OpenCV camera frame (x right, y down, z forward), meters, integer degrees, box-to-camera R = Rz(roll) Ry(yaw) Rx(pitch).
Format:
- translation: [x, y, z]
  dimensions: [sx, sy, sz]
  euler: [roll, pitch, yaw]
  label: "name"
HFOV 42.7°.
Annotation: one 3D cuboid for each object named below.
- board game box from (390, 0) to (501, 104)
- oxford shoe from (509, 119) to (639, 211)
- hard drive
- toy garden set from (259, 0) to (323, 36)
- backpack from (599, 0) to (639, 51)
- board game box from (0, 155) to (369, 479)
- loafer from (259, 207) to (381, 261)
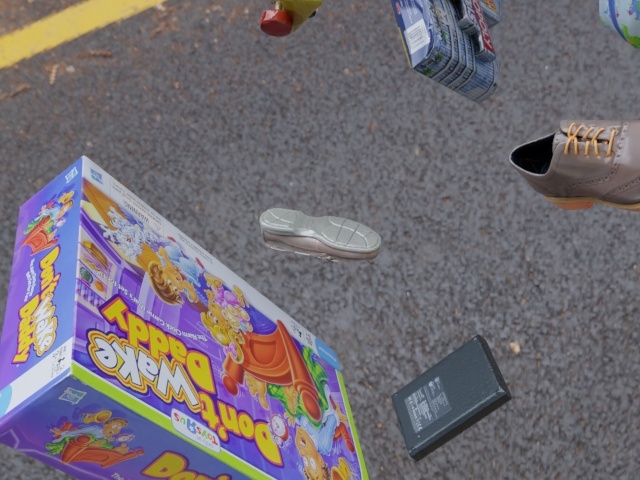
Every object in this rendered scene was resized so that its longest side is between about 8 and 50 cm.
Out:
- translation: [0.160, -0.269, 0.973]
  dimensions: [0.060, 0.194, 0.194]
  euler: [-29, 64, 35]
  label: "board game box"
- translation: [0.422, -0.121, 1.223]
  dimensions: [0.133, 0.364, 0.130]
  euler: [25, 74, -19]
  label: "oxford shoe"
- translation: [0.148, 0.181, 0.946]
  dimensions: [0.135, 0.022, 0.094]
  euler: [-39, 35, 19]
  label: "hard drive"
- translation: [0.030, -0.285, 0.642]
  dimensions: [0.244, 0.049, 0.204]
  euler: [-17, 62, 56]
  label: "toy garden set"
- translation: [0.589, -0.477, 1.312]
  dimensions: [0.290, 0.273, 0.355]
  euler: [-8, 90, -36]
  label: "backpack"
- translation: [-0.094, 0.118, 0.677]
  dimensions: [0.078, 0.347, 0.233]
  euler: [-35, 39, 16]
  label: "board game box"
- translation: [0.000, 0.000, 0.809]
  dimensions: [0.125, 0.039, 0.045]
  euler: [14, 41, 16]
  label: "loafer"
